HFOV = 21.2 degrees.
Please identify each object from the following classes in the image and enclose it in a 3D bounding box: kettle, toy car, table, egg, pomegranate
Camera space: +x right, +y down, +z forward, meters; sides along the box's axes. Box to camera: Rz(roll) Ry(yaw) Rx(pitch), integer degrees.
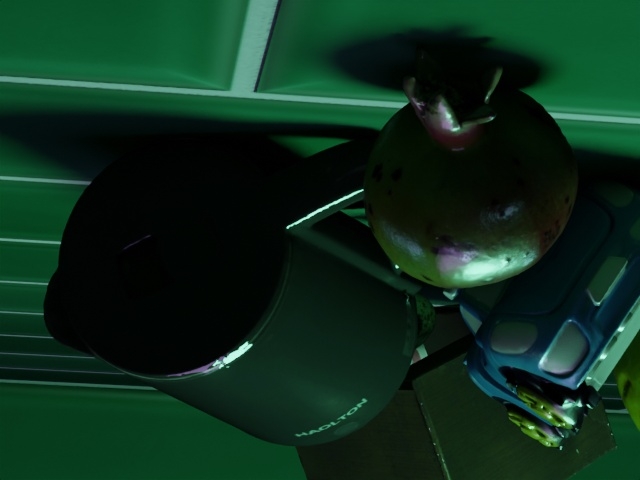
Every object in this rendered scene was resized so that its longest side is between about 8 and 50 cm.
[{"bbox_3d":[-0.030,0.043,1.310,0.262,0.203,0.308,2,168,18],"label":"kettle"},{"bbox_3d":[0.188,0.042,1.351,0.166,0.198,0.314,33,173,10],"label":"toy car"},{"bbox_3d":[0.140,0.199,1.975,0.250,0.196,0.282,-26,-168,-33],"label":"table"},{"bbox_3d":[0.077,0.090,1.898,0.110,0.085,0.085,-2,170,34],"label":"egg"},{"bbox_3d":[0.091,-0.049,1.003,0.129,0.129,0.159,4,127,-10],"label":"pomegranate"}]

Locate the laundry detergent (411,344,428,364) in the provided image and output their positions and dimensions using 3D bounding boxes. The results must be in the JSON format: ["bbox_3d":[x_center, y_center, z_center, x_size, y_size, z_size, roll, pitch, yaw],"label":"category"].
[{"bbox_3d":[0.154,0.195,2.528,0.159,0.088,0.335,-7,167,24],"label":"laundry detergent"}]

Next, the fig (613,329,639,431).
[{"bbox_3d":[0.418,0.094,1.661,0.233,0.233,0.314,7,126,-25],"label":"fig"}]
